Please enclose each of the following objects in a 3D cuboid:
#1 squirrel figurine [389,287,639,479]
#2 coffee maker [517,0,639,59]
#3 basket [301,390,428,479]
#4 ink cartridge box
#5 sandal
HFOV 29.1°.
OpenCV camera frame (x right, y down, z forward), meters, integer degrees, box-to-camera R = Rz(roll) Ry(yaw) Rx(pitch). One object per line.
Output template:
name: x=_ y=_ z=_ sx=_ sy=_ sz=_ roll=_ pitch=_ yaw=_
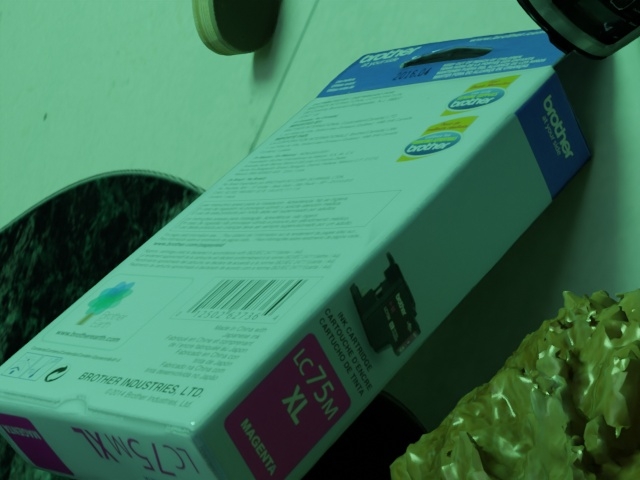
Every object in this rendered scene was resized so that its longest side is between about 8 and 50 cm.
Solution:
squirrel figurine: x=0.135 y=0.117 z=0.332 sx=0.397 sy=0.281 sz=0.370 roll=14 pitch=81 yaw=49
coffee maker: x=0.174 y=-0.178 z=0.528 sx=0.178 sy=0.120 sz=0.171 roll=-20 pitch=29 yaw=44
basket: x=-0.062 y=0.186 z=0.632 sx=0.227 sy=0.154 sz=0.204 roll=-24 pitch=34 yaw=49
ink cartridge box: x=0.000 y=0.000 z=0.603 sx=0.186 sy=0.065 sz=0.311 roll=0 pitch=38 yaw=50
sandal: x=-0.068 y=-0.244 z=0.845 sx=0.079 sy=0.088 sz=0.240 roll=2 pitch=83 yaw=44
